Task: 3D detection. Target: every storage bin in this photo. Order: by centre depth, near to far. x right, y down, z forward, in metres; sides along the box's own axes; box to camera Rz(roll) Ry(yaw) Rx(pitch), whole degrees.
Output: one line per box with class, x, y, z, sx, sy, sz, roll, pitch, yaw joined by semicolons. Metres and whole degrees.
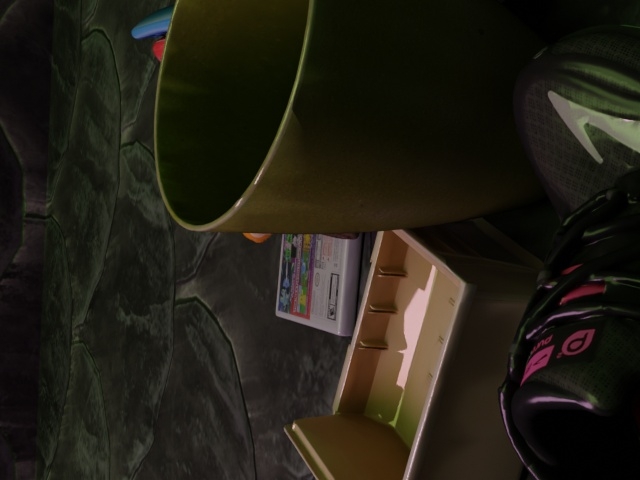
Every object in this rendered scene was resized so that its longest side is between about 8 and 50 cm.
storage bin;0.084;0.109;1.066;0.260;0.123;0.262;-135;54;-58

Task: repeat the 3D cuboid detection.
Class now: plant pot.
plant pot;0.055;-0.120;0.956;0.275;0.294;0.274;-29;57;56

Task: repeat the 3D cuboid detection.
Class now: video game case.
video game case;0.000;0.000;1.384;0.183;0.023;0.201;-171;86;-65

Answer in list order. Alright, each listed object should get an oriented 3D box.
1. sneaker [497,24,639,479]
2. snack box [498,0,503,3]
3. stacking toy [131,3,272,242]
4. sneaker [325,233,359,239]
sneaker;0.207;0.049;0.720;0.185;0.202;0.482;-55;38;46
snack box;0.093;-0.334;1.118;0.187;0.060;0.321;140;129;-58
stacking toy;-0.099;-0.143;1.427;0.166;0.175;0.301;4;107;57
sneaker;-0.010;-0.047;1.308;0.188;0.066;0.071;20;99;63
